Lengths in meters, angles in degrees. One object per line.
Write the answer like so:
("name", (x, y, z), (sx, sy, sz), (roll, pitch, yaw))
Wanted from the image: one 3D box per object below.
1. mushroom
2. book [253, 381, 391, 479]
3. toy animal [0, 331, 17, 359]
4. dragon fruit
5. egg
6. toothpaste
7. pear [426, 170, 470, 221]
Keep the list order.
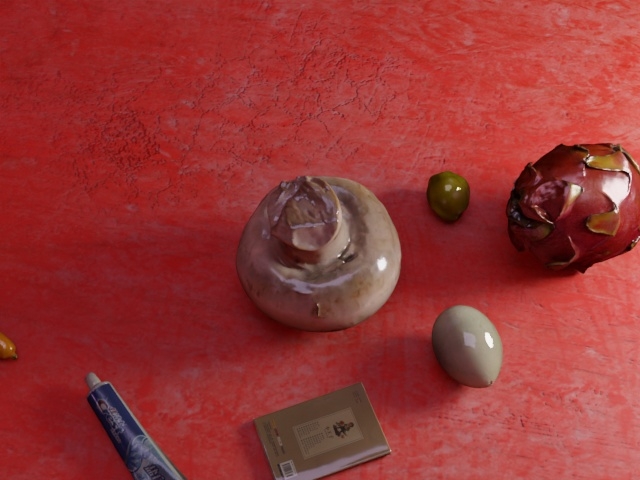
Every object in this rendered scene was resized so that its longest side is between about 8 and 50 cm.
("mushroom", (0.000, 0.000, 1.612), (0.297, 0.290, 0.297), (0, 57, 0))
("book", (0.002, 0.325, 1.558), (0.199, 0.016, 0.138), (-16, 58, -11))
("toy animal", (-0.613, 0.192, 1.616), (0.127, 0.131, 0.181), (-33, 48, 16))
("dragon fruit", (0.467, -0.061, 1.691), (0.250, 0.315, 0.250), (-1, 89, 28))
("egg", (0.252, 0.182, 1.597), (0.114, 0.114, 0.152), (-20, 64, -13))
("toothpaste", (-0.316, 0.324, 1.544), (0.069, 0.047, 0.268), (-26, 63, -31))
("pear", (0.248, -0.085, 1.798), (0.092, 0.092, 0.097), (-17, 100, -11))
